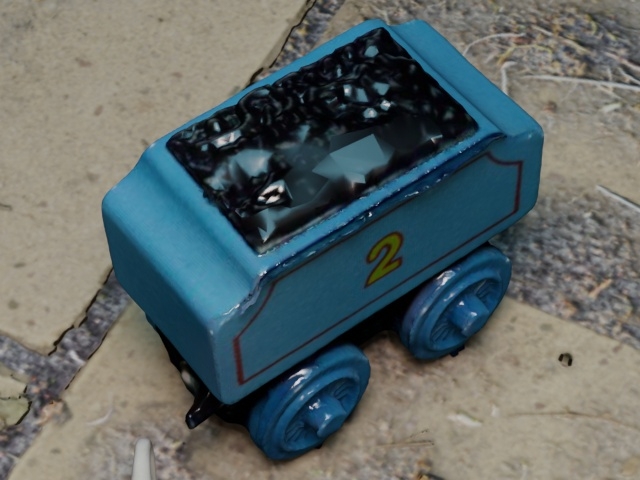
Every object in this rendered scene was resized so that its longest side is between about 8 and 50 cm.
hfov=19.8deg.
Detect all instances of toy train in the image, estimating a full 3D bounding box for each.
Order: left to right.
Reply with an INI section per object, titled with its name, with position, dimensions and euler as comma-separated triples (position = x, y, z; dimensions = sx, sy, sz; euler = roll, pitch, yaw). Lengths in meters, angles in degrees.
[toy train]
position = 0.000, 0.000, 1.318
dimensions = 0.300, 0.265, 0.188
euler = -32, 59, -20

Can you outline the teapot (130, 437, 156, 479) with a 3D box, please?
[teapot]
position = -0.120, 0.229, 1.257
dimensions = 0.145, 0.092, 0.226
euler = -1, 50, -1
